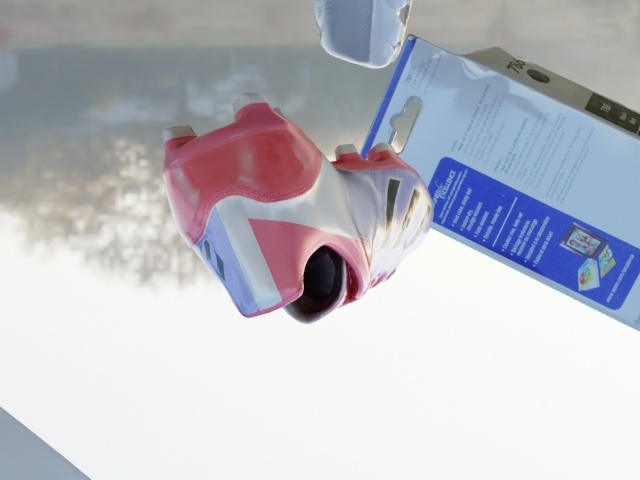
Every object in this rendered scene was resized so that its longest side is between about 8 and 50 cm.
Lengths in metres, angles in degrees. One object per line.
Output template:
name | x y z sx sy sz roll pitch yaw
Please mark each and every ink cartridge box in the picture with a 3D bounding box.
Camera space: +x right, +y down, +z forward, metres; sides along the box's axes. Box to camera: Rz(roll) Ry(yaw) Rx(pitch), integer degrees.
ink cartridge box | 0.202 -0.049 1.355 0.332 0.165 0.065 27 -149 5

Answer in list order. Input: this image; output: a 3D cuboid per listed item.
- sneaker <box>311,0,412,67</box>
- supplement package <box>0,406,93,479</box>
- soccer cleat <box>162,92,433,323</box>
sneaker | -0.020 -0.198 0.654 0.115 0.281 0.105 -5 -144 15
supplement package | -0.178 0.197 0.883 0.244 0.134 0.139 44 150 -27
soccer cleat | 0.000 0.000 0.750 0.083 0.095 0.248 -21 166 16
